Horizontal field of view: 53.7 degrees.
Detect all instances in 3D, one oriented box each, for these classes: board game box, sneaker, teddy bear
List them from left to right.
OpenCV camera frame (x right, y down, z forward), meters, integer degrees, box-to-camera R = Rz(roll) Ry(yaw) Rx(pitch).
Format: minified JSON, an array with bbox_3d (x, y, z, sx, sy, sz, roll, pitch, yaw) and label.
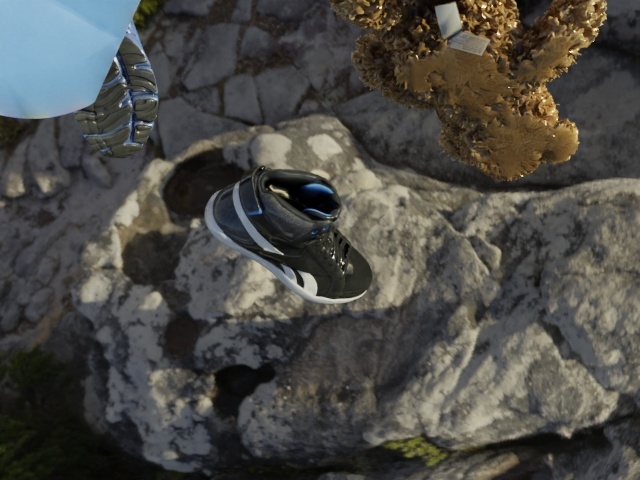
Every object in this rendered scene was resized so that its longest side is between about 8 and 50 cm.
[{"bbox_3d":[-0.192,-0.166,0.411,0.033,0.133,0.169,30,96,45],"label":"board game box"},{"bbox_3d":[-0.208,-0.190,0.614,0.083,0.221,0.087,-8,22,-14],"label":"sneaker"},{"bbox_3d":[0.000,0.000,0.646,0.121,0.216,0.079,-23,49,45],"label":"sneaker"},{"bbox_3d":[0.141,-0.204,0.629,0.245,0.337,0.113,-35,34,43],"label":"teddy bear"}]
